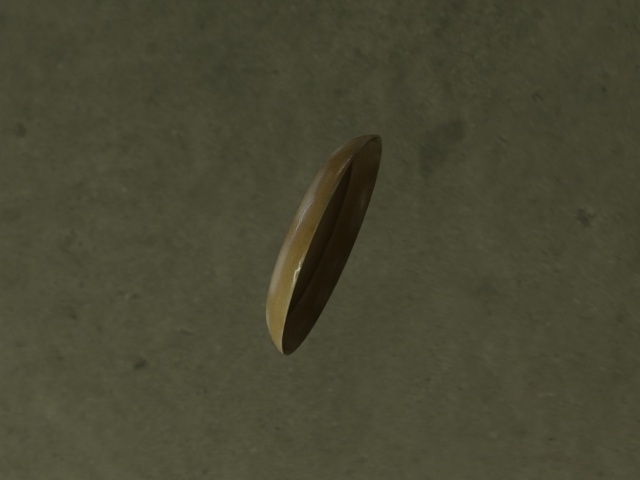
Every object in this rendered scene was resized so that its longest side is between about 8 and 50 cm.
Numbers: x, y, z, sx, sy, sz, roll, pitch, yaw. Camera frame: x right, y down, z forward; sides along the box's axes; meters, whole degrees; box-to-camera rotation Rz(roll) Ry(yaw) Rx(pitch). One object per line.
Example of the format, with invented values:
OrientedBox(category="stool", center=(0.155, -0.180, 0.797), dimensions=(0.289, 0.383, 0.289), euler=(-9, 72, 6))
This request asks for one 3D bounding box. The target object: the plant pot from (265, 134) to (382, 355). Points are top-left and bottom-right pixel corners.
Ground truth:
OrientedBox(category="plant pot", center=(0.000, 0.000, 1.134), dimensions=(0.032, 0.236, 0.236), euler=(23, 91, 11))
